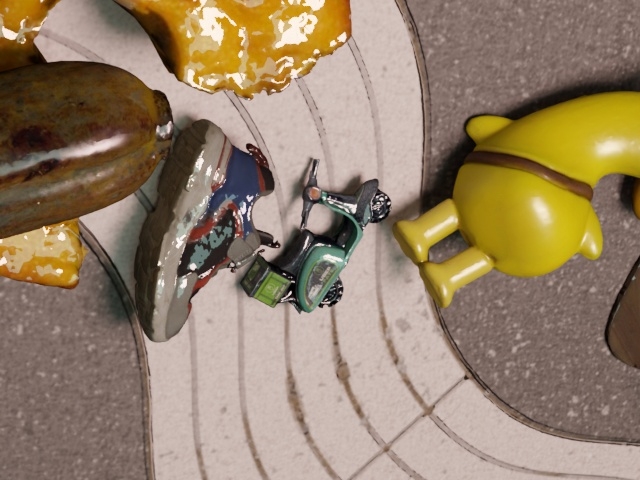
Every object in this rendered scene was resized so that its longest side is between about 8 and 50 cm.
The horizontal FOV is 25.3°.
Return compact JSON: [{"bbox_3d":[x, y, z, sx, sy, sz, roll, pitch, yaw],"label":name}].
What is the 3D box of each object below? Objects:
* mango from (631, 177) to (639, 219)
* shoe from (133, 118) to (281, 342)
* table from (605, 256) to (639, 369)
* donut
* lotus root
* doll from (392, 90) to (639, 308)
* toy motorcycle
[{"bbox_3d":[0.440,-0.124,1.616,0.138,0.113,0.253,29,105,-36],"label":"mango"},{"bbox_3d":[-0.108,-0.002,1.420,0.125,0.099,0.227,13,103,-26],"label":"shoe"},{"bbox_3d":[0.534,0.105,1.678,0.317,0.249,0.317,-10,116,-21],"label":"table"},{"bbox_3d":[-0.217,-0.201,1.247,0.435,0.163,0.377,-35,121,-4],"label":"donut"},{"bbox_3d":[-0.238,-0.070,1.134,0.241,0.123,0.124,-18,145,-17],"label":"lotus root"},{"bbox_3d":[0.251,-0.071,1.525,0.363,0.145,0.199,-31,82,-7],"label":"doll"},{"bbox_3d":[0.000,0.000,1.498,0.100,0.058,0.173,29,100,-26],"label":"toy motorcycle"}]
